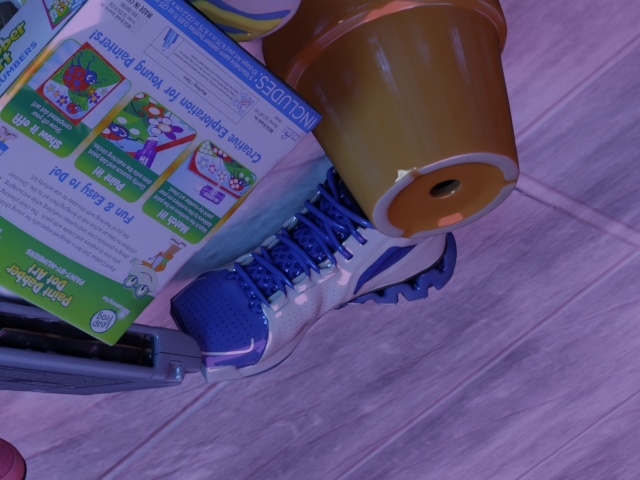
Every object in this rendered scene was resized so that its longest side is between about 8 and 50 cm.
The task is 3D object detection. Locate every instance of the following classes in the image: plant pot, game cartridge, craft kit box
[{"bbox_3d":[0.075,-0.112,1.379,0.205,0.188,0.205,-15,153,-8],"label":"plant pot"},{"bbox_3d":[-0.281,0.100,1.497,0.198,0.062,0.297,-5,168,42],"label":"game cartridge"},{"bbox_3d":[-0.156,-0.065,1.198,0.246,0.061,0.250,-49,140,4],"label":"craft kit box"}]

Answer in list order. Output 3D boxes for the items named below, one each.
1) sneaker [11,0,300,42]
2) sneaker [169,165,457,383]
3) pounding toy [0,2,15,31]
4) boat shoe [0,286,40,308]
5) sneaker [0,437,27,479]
[{"bbox_3d":[-0.105,-0.211,1.204,0.240,0.091,0.126,-5,143,-32],"label":"sneaker"},{"bbox_3d":[0.001,0.000,1.606,0.315,0.127,0.182,-23,147,-21],"label":"sneaker"},{"bbox_3d":[-0.247,-0.091,1.237,0.141,0.130,0.100,-18,149,-16],"label":"pounding toy"},{"bbox_3d":[-0.290,-0.005,1.389,0.096,0.098,0.277,-6,160,9],"label":"boat shoe"},{"bbox_3d":[-0.403,0.185,1.484,0.314,0.116,0.136,6,120,-32],"label":"sneaker"}]
